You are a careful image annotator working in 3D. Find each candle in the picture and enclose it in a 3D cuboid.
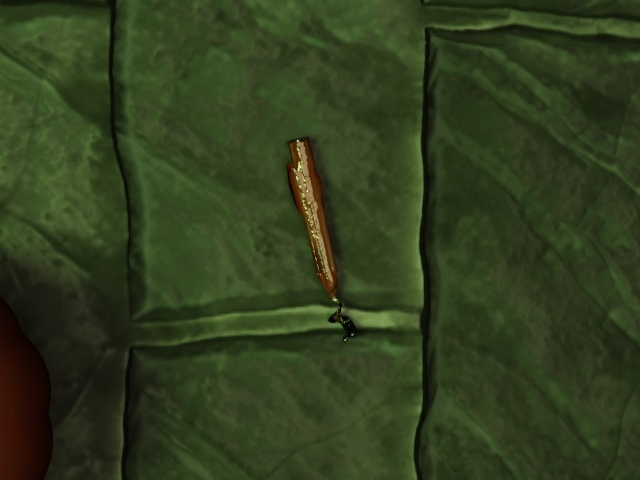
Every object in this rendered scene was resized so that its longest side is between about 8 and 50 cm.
[{"bbox_3d":[-0.001,0.000,0.865,0.026,0.021,0.168,-12,97,10],"label":"candle"}]

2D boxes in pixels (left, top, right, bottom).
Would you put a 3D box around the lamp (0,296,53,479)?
[{"bbox_3d":[-0.283,0.117,0.689,0.226,0.227,0.227,0,91,-17],"label":"lamp"}]
